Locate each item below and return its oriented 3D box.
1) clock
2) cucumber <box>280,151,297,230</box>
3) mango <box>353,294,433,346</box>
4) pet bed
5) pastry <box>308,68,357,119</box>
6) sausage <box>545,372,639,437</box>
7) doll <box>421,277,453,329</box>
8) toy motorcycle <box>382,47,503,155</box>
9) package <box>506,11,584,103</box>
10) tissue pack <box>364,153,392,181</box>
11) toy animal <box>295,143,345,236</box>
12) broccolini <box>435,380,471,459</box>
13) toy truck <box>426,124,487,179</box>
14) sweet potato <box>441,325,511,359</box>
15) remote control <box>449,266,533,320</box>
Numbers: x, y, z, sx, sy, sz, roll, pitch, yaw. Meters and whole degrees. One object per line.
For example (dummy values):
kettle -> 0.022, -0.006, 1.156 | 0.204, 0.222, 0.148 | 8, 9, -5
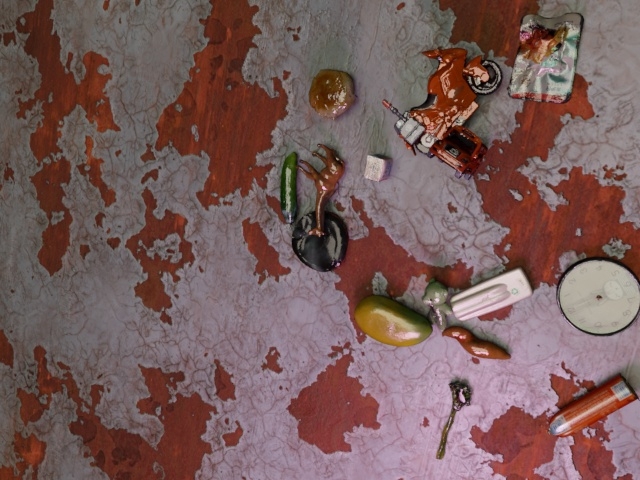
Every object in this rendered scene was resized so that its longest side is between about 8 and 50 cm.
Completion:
clock -> 0.739, 0.151, 1.622 | 0.214, 0.042, 0.215 | 3, 98, 23
cucumber -> -0.099, -0.155, 1.935 | 0.056, 0.056, 0.250 | 3, 95, 23
mango -> 0.212, 0.251, 1.833 | 0.237, 0.091, 0.137 | 29, 113, 18
pet bed -> 0.000, 0.000, 1.914 | 0.201, 0.053, 0.201 | 3, 98, 22
pastry -> 0.033, -0.442, 1.832 | 0.153, 0.081, 0.153 | 5, 102, 24
sausage -> 0.720, 0.458, 1.650 | 0.264, 0.083, 0.083 | -40, 80, 23
doll -> 0.333, 0.190, 1.768 | 0.115, 0.077, 0.150 | 37, 140, 58
toy motorcycle -> 0.322, -0.398, 1.682 | 0.221, 0.148, 0.326 | 43, 109, 5
package -> 0.594, -0.485, 1.613 | 0.166, 0.040, 0.232 | 12, 102, 21
tissue pack -> 0.170, -0.214, 1.793 | 0.058, 0.094, 0.074 | 16, 105, 19
toy animal -> -0.002, -0.153, 1.867 | 0.224, 0.066, 0.230 | -40, 76, 8
broccolini -> 0.394, 0.538, 1.826 | 0.057, 0.071, 0.254 | 4, 109, -19
toy truck -> 0.371, -0.236, 1.621 | 0.107, 0.252, 0.114 | 38, 105, 14
sweet potato -> 0.447, 0.301, 1.757 | 0.202, 0.058, 0.055 | 25, 126, 18
remote control -> 0.479, 0.157, 1.729 | 0.230, 0.049, 0.090 | -27, 87, 22
